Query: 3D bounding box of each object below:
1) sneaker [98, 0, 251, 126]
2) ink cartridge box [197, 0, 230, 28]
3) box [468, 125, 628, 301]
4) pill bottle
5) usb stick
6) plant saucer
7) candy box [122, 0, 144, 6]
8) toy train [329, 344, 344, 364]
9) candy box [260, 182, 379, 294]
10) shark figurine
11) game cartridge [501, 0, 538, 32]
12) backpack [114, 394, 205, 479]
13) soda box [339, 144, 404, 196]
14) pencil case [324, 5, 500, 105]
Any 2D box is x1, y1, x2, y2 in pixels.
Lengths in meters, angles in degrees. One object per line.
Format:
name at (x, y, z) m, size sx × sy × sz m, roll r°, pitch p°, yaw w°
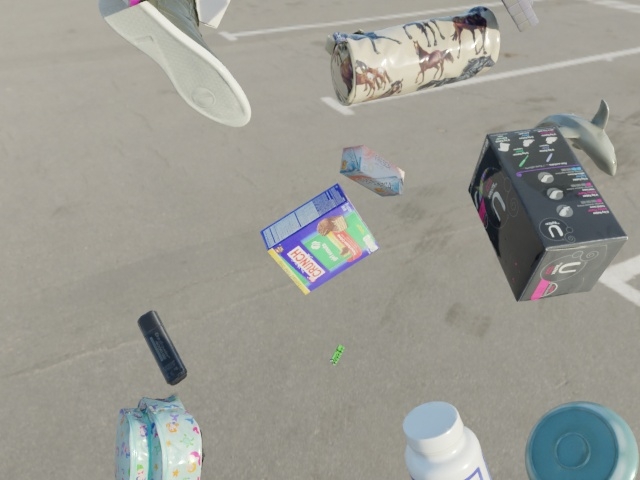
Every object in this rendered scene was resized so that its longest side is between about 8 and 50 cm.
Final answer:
sneaker at (-0.214, -0.331, 0.953) m, size 0.105 × 0.296 × 0.146 m, roll -28°, pitch 32°, yaw 35°
ink cartridge box at (-0.295, -0.631, 1.269) m, size 0.168 × 0.171 × 0.232 m, roll 9°, pitch 43°, yaw -34°
box at (0.386, -0.051, 1.005) m, size 0.144 × 0.165 × 0.270 m, roll -8°, pitch 52°, yaw -6°
pill bottle at (0.258, 0.465, 1.130) m, size 0.152 × 0.271 × 0.152 m, roll -20°, pitch 17°, yaw 6°
usb stick at (-0.524, 0.350, 1.862) m, size 0.077 × 0.045 × 0.278 m, roll -34°, pitch 61°, yaw -6°
plant saucer at (0.703, 0.587, 1.560) m, size 0.318 × 0.044 × 0.317 m, roll -36°, pitch 33°, yaw 27°
candy box at (-0.298, -0.465, 0.842) m, size 0.233 × 0.071 × 0.159 m, roll 41°, pitch 56°, yaw 13°
toy train at (0.050, 0.350, 1.728) m, size 0.024 × 0.017 × 0.083 m, roll 29°, pitch 36°, yaw 7°
candy box at (0.000, 0.000, 1.935) m, size 0.317 × 0.268 × 0.122 m, roll -32°, pitch 41°, yaw 7°
shark figurine at (0.579, -0.261, 1.366) m, size 0.116 × 0.166 × 0.278 m, roll -21°, pitch 31°, yaw -22°
game cartridge at (0.382, -0.663, 1.274) m, size 0.230 × 0.068 × 0.354 m, roll 15°, pitch 53°, yaw -50°
backpack at (-0.381, 0.502, 1.341) m, size 0.191 × 0.225 × 0.254 m, roll 3°, pitch 5°, yaw -37°
soda box at (0.121, -0.156, 1.290) m, size 0.058 × 0.062 × 0.183 m, roll -1°, pitch -14°, yaw 39°
pencil case at (0.222, -0.449, 1.346) m, size 0.411 × 0.160 × 0.183 m, roll -16°, pitch 79°, yaw -12°
